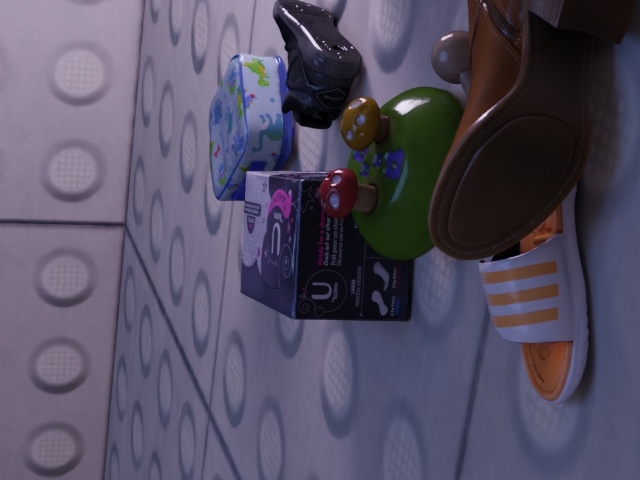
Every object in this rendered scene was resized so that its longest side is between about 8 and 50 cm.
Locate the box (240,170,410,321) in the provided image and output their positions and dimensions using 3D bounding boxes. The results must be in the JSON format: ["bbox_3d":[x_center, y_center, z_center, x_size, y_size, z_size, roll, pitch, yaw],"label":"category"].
[{"bbox_3d":[0.000,0.000,1.561,0.247,0.142,0.163,-164,75,-71],"label":"box"}]

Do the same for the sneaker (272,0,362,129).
[{"bbox_3d":[-0.020,-0.230,1.727,0.227,0.087,0.130,60,138,49],"label":"sneaker"}]

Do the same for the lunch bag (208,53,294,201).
[{"bbox_3d":[-0.107,-0.162,1.984,0.219,0.090,0.176,125,144,-59],"label":"lunch bag"}]

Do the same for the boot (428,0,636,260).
[{"bbox_3d":[0.150,-0.141,1.123,0.220,0.109,0.283,-118,44,-65],"label":"boot"}]

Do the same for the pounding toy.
[{"bbox_3d":[0.071,-0.091,1.320,0.237,0.110,0.183,-45,43,44],"label":"pounding toy"}]

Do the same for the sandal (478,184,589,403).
[{"bbox_3d":[0.172,0.008,1.138,0.102,0.076,0.265,153,117,-70],"label":"sandal"}]
